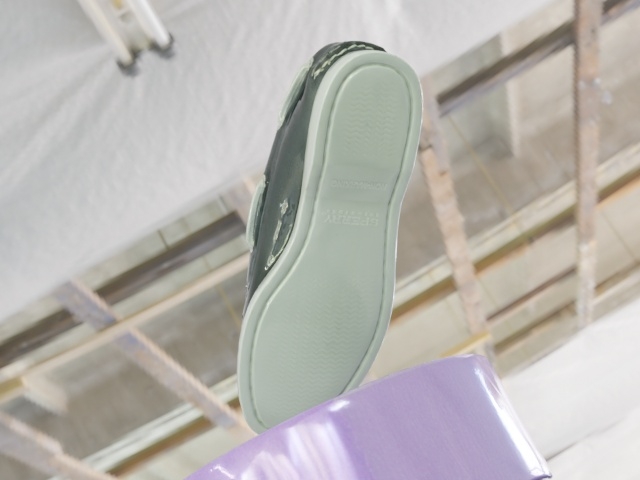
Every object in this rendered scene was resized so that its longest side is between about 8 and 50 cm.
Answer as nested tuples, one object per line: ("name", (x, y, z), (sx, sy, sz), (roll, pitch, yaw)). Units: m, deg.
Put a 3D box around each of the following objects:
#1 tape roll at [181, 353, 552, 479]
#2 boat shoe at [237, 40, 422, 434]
("tape roll", (0.009, 0.179, 0.789), (0.275, 0.090, 0.275), (-24, -19, -9))
("boat shoe", (0.000, 0.000, 0.917), (0.114, 0.091, 0.302), (15, -79, -24))
